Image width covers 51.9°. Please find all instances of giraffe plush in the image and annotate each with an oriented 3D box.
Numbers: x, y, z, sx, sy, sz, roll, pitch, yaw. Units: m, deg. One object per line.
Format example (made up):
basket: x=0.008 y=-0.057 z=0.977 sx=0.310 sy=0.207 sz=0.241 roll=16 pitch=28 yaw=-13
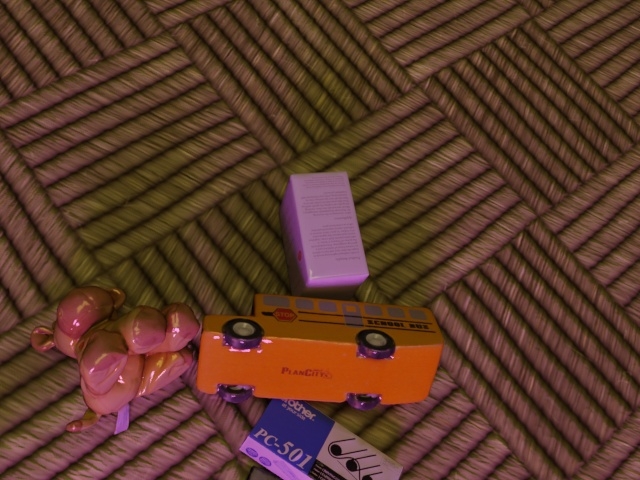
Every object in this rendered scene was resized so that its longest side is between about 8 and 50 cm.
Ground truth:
giraffe plush: x=-0.286 y=0.130 z=0.876 sx=0.170 sy=0.210 sz=0.181 roll=45 pitch=29 yaw=26

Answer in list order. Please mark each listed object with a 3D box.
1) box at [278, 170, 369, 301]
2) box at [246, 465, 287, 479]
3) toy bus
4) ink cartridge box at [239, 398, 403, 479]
box: x=0.000 y=0.000 z=1.001 sx=0.091 sy=0.130 sz=0.170 roll=-5 pitch=68 yaw=-15
box: x=-0.069 y=0.396 z=0.867 sx=0.116 sy=0.029 sz=0.162 roll=23 pitch=62 yaw=-2
toy bus: x=-0.001 y=0.151 z=0.925 sx=0.333 sy=0.108 sz=0.130 roll=6 pitch=28 yaw=-9
ink cartridge box: x=0.003 y=0.298 z=0.901 sx=0.207 sy=0.046 sz=0.097 roll=33 pitch=43 yaw=4
